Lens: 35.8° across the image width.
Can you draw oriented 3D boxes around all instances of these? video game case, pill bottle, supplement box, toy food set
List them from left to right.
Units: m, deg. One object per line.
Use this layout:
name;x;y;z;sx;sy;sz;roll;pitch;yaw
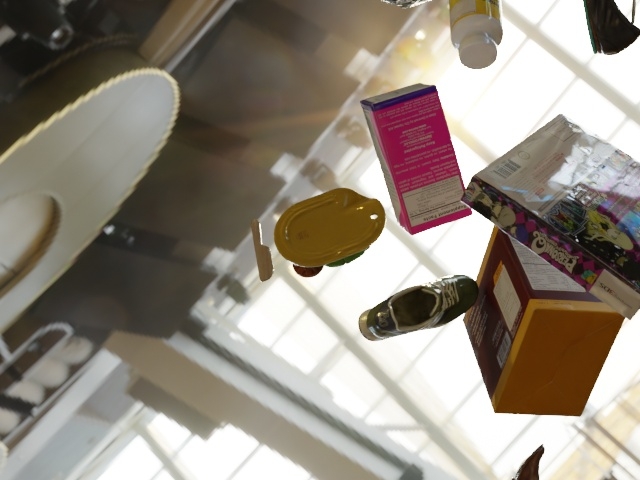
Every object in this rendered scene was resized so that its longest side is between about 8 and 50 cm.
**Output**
toy food set;0.000;0.000;1.559;0.218;0.128;0.071;-19;-35;-3
supplement box;0.154;-0.133;1.598;0.114;0.220;0.111;-17;13;-4
pill bottle;0.304;-0.426;1.937;0.103;0.103;0.184;114;162;-54
supplement box;0.300;0.107;1.372;0.194;0.129;0.191;-101;18;-53
video game case;0.291;-0.037;1.061;0.232;0.210;0.042;-34;-25;-48

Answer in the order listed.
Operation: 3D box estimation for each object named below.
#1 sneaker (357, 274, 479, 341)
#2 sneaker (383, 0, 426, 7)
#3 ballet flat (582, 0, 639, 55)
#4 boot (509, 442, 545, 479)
sneaker;0.150;0.088;1.348;0.192;0.064;0.086;-17;-8;-25
sneaker;0.089;-0.300;0.971;0.132;0.086;0.228;-23;-28;2
ballet flat;0.429;-0.426;1.526;0.096;0.280;0.095;-17;17;21
boot;0.338;0.372;1.458;0.106;0.114;0.037;-49;-12;-18
